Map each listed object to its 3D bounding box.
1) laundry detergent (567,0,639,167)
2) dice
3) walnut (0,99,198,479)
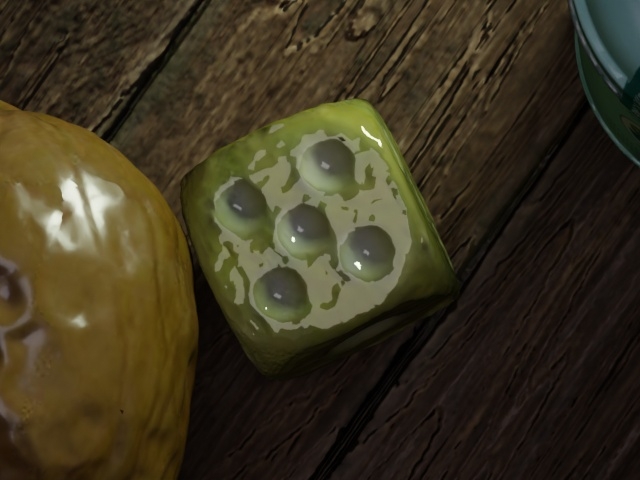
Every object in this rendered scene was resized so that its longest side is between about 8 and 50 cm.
[{"bbox_3d":[0.322,-0.184,1.414,0.287,0.305,0.287,-1,83,9],"label":"laundry detergent"},{"bbox_3d":[0.000,0.000,1.513,0.169,0.166,0.169,-26,81,5],"label":"dice"},{"bbox_3d":[-0.255,0.091,1.470,0.354,0.308,0.398,4,87,33],"label":"walnut"}]
